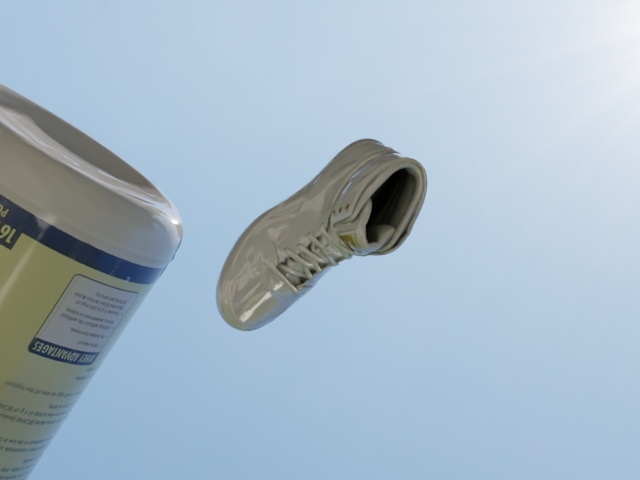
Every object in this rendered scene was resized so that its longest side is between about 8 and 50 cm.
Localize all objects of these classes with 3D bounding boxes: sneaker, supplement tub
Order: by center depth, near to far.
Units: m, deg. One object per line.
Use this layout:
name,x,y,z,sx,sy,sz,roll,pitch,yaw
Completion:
supplement tub,-0.277,0.059,0.927,0.235,0.235,0.325,37,-84,34
sneaker,0.000,0.000,1.468,0.292,0.108,0.169,-48,-160,-4
